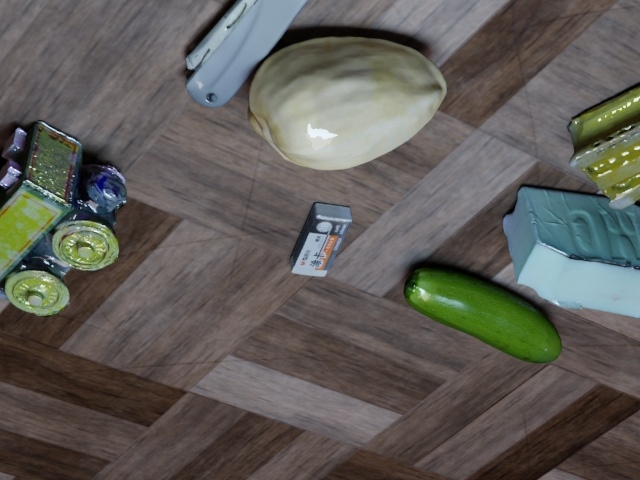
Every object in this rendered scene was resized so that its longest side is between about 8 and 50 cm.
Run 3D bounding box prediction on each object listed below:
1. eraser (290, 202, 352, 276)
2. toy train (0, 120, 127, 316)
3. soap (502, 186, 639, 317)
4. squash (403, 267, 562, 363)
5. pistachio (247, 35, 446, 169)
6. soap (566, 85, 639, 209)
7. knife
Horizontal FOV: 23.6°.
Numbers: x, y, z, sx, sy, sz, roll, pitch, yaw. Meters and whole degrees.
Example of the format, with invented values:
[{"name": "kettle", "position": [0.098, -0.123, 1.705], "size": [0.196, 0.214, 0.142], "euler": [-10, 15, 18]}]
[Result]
[{"name": "eraser", "position": [0.000, 0.000, 2.047], "size": [0.052, 0.029, 0.122], "euler": [8, 137, -17]}, {"name": "toy train", "position": [-0.353, -0.020, 1.897], "size": [0.177, 0.134, 0.261], "euler": [30, 128, -25]}, {"name": "soap", "position": [0.371, 0.014, 2.028], "size": [0.230, 0.145, 0.091], "euler": [6, 138, -16]}, {"name": "squash", "position": [0.231, 0.101, 2.162], "size": [0.292, 0.082, 0.082], "euler": [25, 131, -31]}, {"name": "pistachio", "position": [0.028, -0.162, 1.779], "size": [0.229, 0.157, 0.157], "euler": [-11, 142, -14]}, {"name": "soap", "position": [0.434, -0.139, 1.909], "size": [0.233, 0.076, 0.135], "euler": [-28, 136, 25]}, {"name": "knife", "position": [-0.073, -0.249, 1.729], "size": [0.073, 0.040, 0.265], "euler": [28, 130, -22]}]
